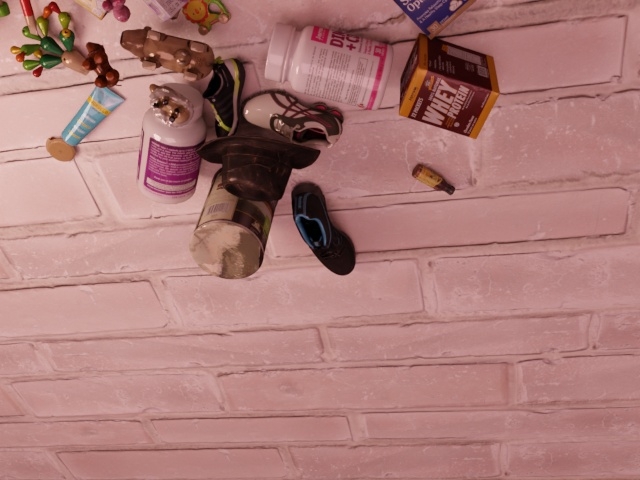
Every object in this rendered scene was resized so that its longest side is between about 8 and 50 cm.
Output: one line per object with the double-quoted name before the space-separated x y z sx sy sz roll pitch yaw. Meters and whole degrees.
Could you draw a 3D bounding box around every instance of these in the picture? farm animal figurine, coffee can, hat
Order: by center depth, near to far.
"farm animal figurine" -0.383 -0.478 1.587 0.327 0.172 0.330 31 104 -13
"hat" -0.157 -0.171 1.748 0.331 0.134 0.331 -1 173 0
"coffee can" -0.234 -0.057 1.882 0.202 0.275 0.201 4 131 5

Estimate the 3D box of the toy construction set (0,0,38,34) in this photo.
"toy construction set" -0.827 -0.501 1.605 0.309 0.257 0.237 1 132 2

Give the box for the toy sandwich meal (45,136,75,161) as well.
"toy sandwich meal" -0.741 -0.262 1.939 0.086 0.029 0.085 1 130 1

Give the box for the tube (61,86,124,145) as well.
"tube" -0.627 -0.341 1.847 0.207 0.052 0.080 -38 126 26

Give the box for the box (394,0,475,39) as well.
"box" 0.227 -0.579 1.531 0.225 0.036 0.136 39 125 -22

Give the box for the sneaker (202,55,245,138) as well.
"sneaker" -0.262 -0.361 1.734 0.097 0.084 0.234 -11 129 -33

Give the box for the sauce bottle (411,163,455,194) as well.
"sauce bottle" 0.314 -0.165 1.871 0.128 0.042 0.042 25 129 -17

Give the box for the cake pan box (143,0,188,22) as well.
"cake pan box" -0.329 -0.636 1.426 0.246 0.267 0.070 47 164 -24

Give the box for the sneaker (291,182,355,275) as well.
"sneaker" 0.000 0.000 1.990 0.125 0.139 0.341 -19 127 20

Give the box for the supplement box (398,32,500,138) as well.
"supplement box" 0.299 -0.366 1.600 0.194 0.191 0.129 16 130 -5

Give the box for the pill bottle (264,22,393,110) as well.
"pill bottle" 0.019 -0.418 1.614 0.283 0.160 0.160 13 131 -3

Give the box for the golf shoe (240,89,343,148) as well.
"golf shoe" -0.077 -0.309 1.749 0.273 0.120 0.105 10 133 1

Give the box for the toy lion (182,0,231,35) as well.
"toy lion" -0.279 -0.551 1.628 0.100 0.034 0.096 -20 117 24

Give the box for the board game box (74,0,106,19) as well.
"board game box" -0.573 -0.653 1.570 0.243 0.042 0.165 34 126 -20

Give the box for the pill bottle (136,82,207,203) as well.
"pill bottle" -0.392 -0.257 1.802 0.169 0.169 0.301 16 131 -6

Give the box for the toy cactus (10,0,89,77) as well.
"toy cactus" -0.662 -0.479 1.705 0.180 0.112 0.219 32 119 -31
